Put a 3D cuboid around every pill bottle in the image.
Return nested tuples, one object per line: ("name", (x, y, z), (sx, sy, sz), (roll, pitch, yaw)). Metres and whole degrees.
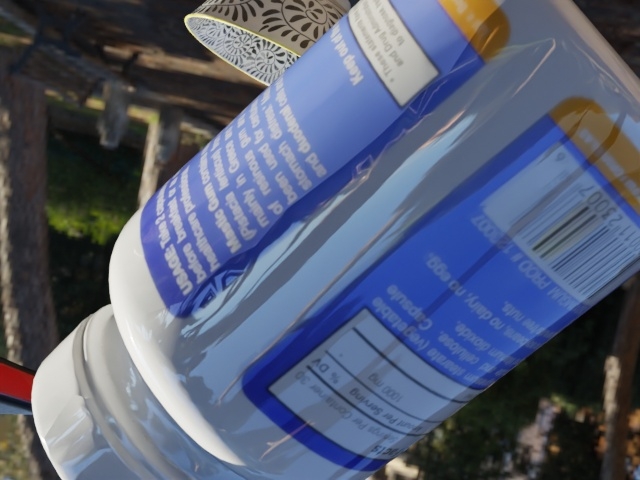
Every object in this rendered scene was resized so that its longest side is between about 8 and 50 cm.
("pill bottle", (0.011, 0.009, 0.452), (0.152, 0.272, 0.152), (44, -162, -18))

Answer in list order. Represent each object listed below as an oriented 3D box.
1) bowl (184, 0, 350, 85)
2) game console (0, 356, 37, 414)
("bowl", (-0.023, -0.183, 0.932), (0.170, 0.080, 0.170), (27, 176, 2))
("game console", (-0.454, 0.097, 0.961), (0.342, 0.060, 0.387), (30, 157, -33))
